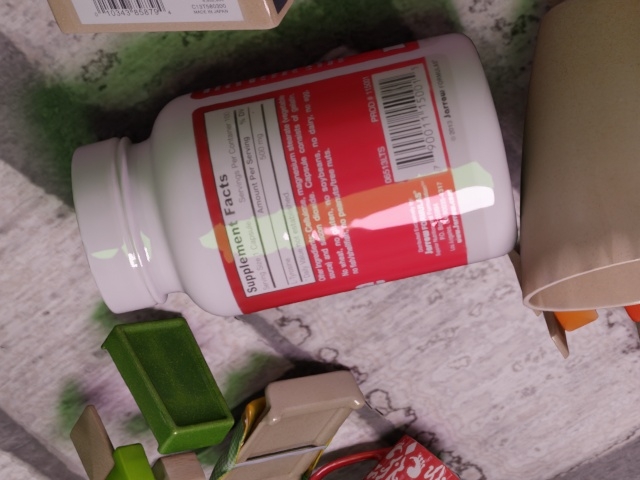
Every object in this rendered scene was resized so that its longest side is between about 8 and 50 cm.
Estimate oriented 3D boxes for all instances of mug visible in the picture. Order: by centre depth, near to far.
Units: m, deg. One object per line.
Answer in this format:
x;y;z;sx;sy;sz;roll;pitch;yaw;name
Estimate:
0.071;0.319;1.826;0.150;0.113;0.169;43;82;-7;mug

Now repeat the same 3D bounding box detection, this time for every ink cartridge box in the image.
-0.152;-0.285;1.322;0.234;0.088;0.193;2;133;27;ink cartridge box

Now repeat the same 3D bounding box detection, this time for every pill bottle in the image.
-0.026;-0.054;1.480;0.407;0.229;0.229;-12;128;3;pill bottle

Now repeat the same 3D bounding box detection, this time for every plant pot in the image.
0.298;-0.093;1.432;0.256;0.274;0.256;-8;167;-2;plant pot

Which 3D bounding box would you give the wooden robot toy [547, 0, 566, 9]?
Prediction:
0.186;-0.296;1.438;0.079;0.076;0.173;-5;139;44;wooden robot toy

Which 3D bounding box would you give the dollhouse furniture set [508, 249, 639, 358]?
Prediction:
0.380;0.061;1.674;0.262;0.135;0.259;-27;126;14;dollhouse furniture set

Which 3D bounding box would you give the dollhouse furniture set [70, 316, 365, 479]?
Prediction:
-0.124;0.203;1.768;0.301;0.151;0.197;-5;141;-41;dollhouse furniture set
